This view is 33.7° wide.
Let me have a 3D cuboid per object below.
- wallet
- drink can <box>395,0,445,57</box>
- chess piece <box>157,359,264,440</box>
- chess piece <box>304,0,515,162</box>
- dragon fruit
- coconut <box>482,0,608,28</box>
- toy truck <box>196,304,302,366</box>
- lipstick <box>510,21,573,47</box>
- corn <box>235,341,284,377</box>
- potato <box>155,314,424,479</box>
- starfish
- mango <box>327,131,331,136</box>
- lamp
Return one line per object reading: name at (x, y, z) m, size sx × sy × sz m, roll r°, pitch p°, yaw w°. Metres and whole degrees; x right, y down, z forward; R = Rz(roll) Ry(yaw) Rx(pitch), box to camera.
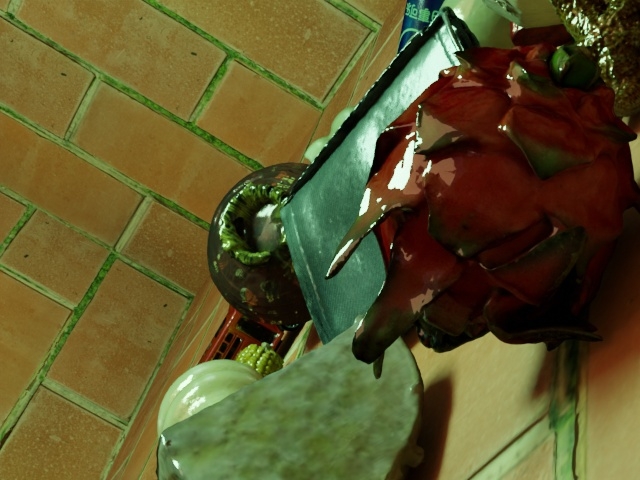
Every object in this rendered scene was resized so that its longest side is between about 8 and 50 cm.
wallet at (0.085, -0.045, 1.104) m, size 0.342 × 0.075 × 0.237 m, roll -50°, pitch 50°, yaw 39°
drink can at (0.163, -0.263, 1.419) m, size 0.118 × 0.118 × 0.204 m, roll -83°, pitch 2°, yaw -70°
chess piece at (-0.111, 0.256, 1.269) m, size 0.167 × 0.167 × 0.300 m, roll -59°, pitch 13°, yaw 0°
chess piece at (0.145, -0.179, 1.298) m, size 0.330 × 0.182 × 0.182 m, roll -52°, pitch 9°, yaw 3°
dragon fruit at (0.119, -0.017, 0.753) m, size 0.274 × 0.192 × 0.193 m, roll -60°, pitch 3°, yaw 10°
coconut at (0.247, -0.314, 0.979) m, size 0.234 × 0.224 × 0.224 m, roll -13°, pitch 34°, yaw 27°
toy truck at (-0.125, 0.177, 1.710) m, size 0.252 × 0.114 × 0.107 m, roll -60°, pitch 7°, yaw -2°
lipstick at (0.243, -0.348, 1.206) m, size 0.073 × 0.073 × 0.279 m, roll 137°, pitch 137°, yaw -61°
corn at (-0.116, 0.249, 1.545) m, size 0.080 × 0.080 × 0.238 m, roll -48°, pitch 17°, yaw 52°
potato at (0.003, 0.229, 0.911) m, size 0.264 × 0.211 × 0.189 m, roll -29°, pitch -47°, yaw -27°
starfish at (0.235, -0.193, 0.876) m, size 0.190 × 0.146 × 0.074 m, roll -58°, pitch -32°, yaw 10°
mango at (0.058, -0.148, 1.815) m, size 0.125 × 0.111 × 0.233 m, roll -45°, pitch -4°, yaw -1°
lamp at (-0.054, 0.003, 1.530) m, size 0.247 × 0.247 × 0.247 m, roll -57°, pitch 9°, yaw 14°
